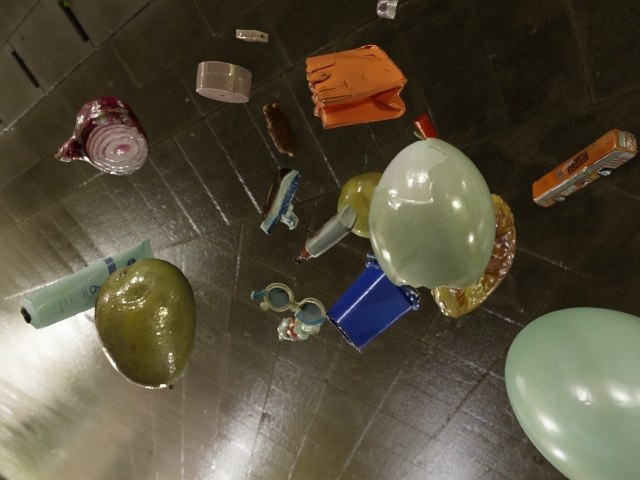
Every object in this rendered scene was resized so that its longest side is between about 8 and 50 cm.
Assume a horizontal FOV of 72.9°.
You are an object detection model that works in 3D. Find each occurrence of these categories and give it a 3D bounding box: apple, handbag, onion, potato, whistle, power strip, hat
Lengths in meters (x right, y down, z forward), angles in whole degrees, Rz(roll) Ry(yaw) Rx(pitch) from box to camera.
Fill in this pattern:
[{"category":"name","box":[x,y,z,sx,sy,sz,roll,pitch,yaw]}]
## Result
[{"category":"apple","box":[0.212,-0.149,1.840,0.254,0.292,0.292,20,130,18]},{"category":"handbag","box":[0.108,-0.539,1.482,0.303,0.410,0.116,-10,131,-2]},{"category":"onion","box":[-0.550,-0.256,1.079,0.140,0.218,0.195,61,163,21]},{"category":"potato","box":[-0.317,0.160,0.808,0.174,0.159,0.252,-20,82,20]},{"category":"whistle","box":[-0.101,0.383,1.882,0.253,0.105,0.102,-11,87,40]},{"category":"power strip","box":[-0.272,-0.444,1.223,0.154,0.154,0.078,9,96,21]},{"category":"hat","box":[0.166,-0.588,1.084,0.042,0.087,0.058,5,109,-12]}]

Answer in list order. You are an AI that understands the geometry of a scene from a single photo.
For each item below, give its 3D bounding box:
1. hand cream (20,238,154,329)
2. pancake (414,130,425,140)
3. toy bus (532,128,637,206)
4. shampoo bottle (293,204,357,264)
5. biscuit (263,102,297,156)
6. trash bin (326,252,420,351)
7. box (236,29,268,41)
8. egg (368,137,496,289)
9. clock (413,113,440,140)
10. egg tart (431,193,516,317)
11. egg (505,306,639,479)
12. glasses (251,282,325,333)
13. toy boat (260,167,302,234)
[{"category":"hand cream","box":[-0.509,0.099,0.986,0.067,0.320,0.109,3,111,29]},{"category":"pancake","box":[0.398,-0.383,1.632,0.108,0.108,0.017,32,117,2]},{"category":"toy bus","box":[0.895,-0.237,1.506,0.092,0.093,0.409,12,158,-8]},{"category":"shampoo bottle","box":[0.000,0.000,1.498,0.284,0.153,0.071,-38,102,28]},{"category":"biscuit","box":[-0.185,-0.500,1.970,0.041,0.209,0.290,-12,142,22]},{"category":"trash bin","box":[0.135,0.170,1.204,0.184,0.234,0.162,51,169,-12]},{"category":"box","box":[-0.203,-0.609,1.290,0.083,0.053,0.024,21,110,31]},{"category":"egg","box":[0.243,-0.056,0.975,0.278,0.278,0.336,-5,94,30]},{"category":"clock","box":[0.373,-0.357,1.492,0.061,0.113,0.155,-27,107,18]},{"category":"egg tart","box":[0.502,0.043,1.503,0.178,0.443,0.443,27,139,47]},{"category":"egg","box":[0.459,0.252,0.688,0.275,0.389,0.276,-1,97,-8]},{"category":"glasses","box":[-0.081,0.155,1.121,0.189,0.088,0.220,23,165,12]},{"category":"toy boat","box":[-0.115,-0.127,1.421,0.115,0.262,0.114,25,154,-27]}]
